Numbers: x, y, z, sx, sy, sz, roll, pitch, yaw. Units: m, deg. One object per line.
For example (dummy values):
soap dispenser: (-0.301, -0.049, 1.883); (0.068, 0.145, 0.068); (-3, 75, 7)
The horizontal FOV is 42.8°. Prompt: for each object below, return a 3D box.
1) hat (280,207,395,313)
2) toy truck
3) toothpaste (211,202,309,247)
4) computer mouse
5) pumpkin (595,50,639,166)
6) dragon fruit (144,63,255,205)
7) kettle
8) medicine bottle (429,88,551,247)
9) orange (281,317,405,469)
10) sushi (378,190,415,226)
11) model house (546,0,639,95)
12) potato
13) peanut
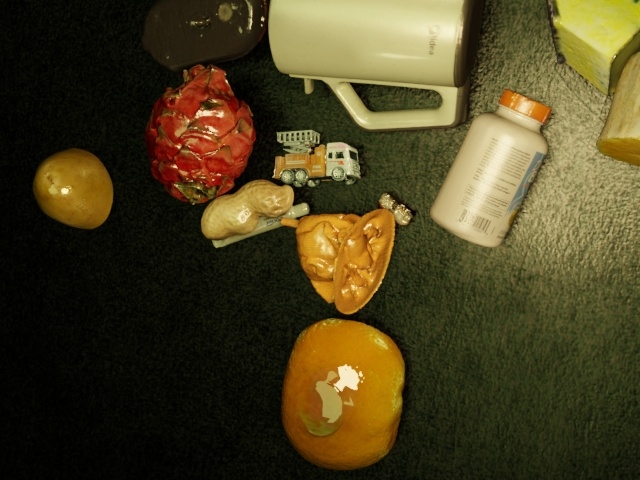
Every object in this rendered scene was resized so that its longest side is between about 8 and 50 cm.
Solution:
hat: (0.000, 0.000, 1.711); (0.233, 0.244, 0.233); (26, 96, 29)
toy truck: (-0.005, -0.176, 1.749); (0.178, 0.080, 0.115); (0, 86, 21)
toothpaste: (-0.139, -0.043, 1.831); (0.255, 0.037, 0.067); (-15, 85, 24)
computer mouse: (-0.243, -0.473, 1.780); (0.323, 0.116, 0.183); (-9, 96, 28)
pumpkin: (0.663, -0.217, 1.395); (0.332, 0.332, 0.199); (16, 89, 17)
dragon fruit: (-0.249, -0.224, 1.745); (0.244, 0.244, 0.298); (17, 98, 17)
kettle: (0.115, -0.383, 1.618); (0.377, 0.250, 0.361); (10, 120, 16)
medicine bottle: (0.339, -0.143, 1.586); (0.157, 0.157, 0.288); (28, 104, 15)
orange: (0.046, 0.337, 1.748); (0.263, 0.196, 0.334); (11, 93, 5)
sushi: (0.155, -0.062, 1.720); (0.083, 0.044, 0.046); (39, 106, 14)
model house: (0.501, -0.403, 1.489); (0.211, 0.194, 0.170); (43, 94, 23)
potato: (-0.607, -0.125, 1.931); (0.178, 0.158, 0.203); (-11, 88, 19)
peanut: (-0.160, -0.069, 1.782); (0.228, 0.086, 0.104); (-25, 68, 18)
